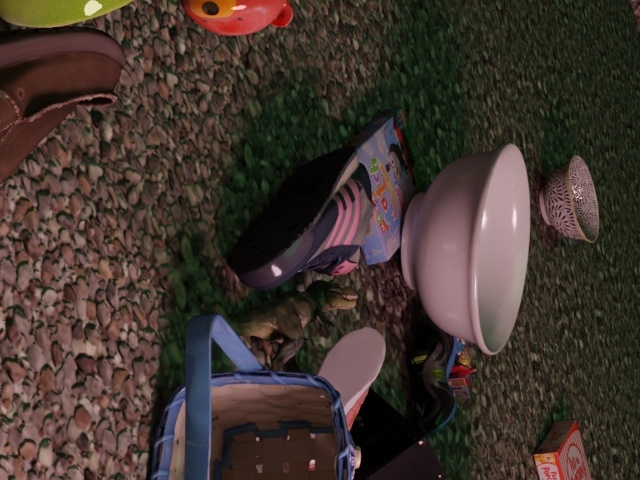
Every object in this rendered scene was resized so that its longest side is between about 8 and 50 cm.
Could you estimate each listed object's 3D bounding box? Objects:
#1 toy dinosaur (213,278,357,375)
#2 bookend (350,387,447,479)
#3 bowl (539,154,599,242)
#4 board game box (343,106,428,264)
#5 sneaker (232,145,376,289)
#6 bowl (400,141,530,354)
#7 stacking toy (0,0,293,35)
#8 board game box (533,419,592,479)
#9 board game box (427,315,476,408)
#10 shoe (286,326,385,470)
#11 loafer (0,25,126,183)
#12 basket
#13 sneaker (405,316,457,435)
[{"bbox_3d":[-0.040,0.112,1.580,0.268,0.064,0.118,-9,85,-59],"label":"toy dinosaur"},{"bbox_3d":[0.040,0.268,1.632,0.157,0.156,0.072,37,-22,58],"label":"bookend"},{"bbox_3d":[0.466,-0.072,2.604,0.170,0.080,0.170,35,50,-55],"label":"bowl"},{"bbox_3d":[0.091,-0.081,1.923,0.211,0.039,0.160,-46,122,-57],"label":"board game box"},{"bbox_3d":[0.000,0.000,1.635,0.131,0.112,0.319,66,30,-18],"label":"sneaker"},{"bbox_3d":[0.197,0.006,1.927,0.298,0.134,0.297,5,90,-69],"label":"bowl"},{"bbox_3d":[-0.196,-0.212,1.166,0.279,0.309,0.130,-47,135,-42],"label":"stacking toy"},{"bbox_3d":[0.432,0.430,2.382,0.147,0.045,0.193,-36,111,-61],"label":"board game box"},{"bbox_3d":[0.209,0.166,2.064,0.168,0.033,0.133,67,29,-23],"label":"board game box"},{"bbox_3d":[0.018,0.185,1.586,0.178,0.063,0.081,-59,167,-14],"label":"shoe"},{"bbox_3d":[-0.292,-0.103,1.115,0.366,0.134,0.130,-21,109,-58],"label":"loafer"},{"bbox_3d":[-0.071,0.226,1.308,0.289,0.201,0.254,47,41,-62],"label":"basket"},{"bbox_3d":[0.148,0.190,1.915,0.078,0.067,0.188,39,43,-35],"label":"sneaker"}]
